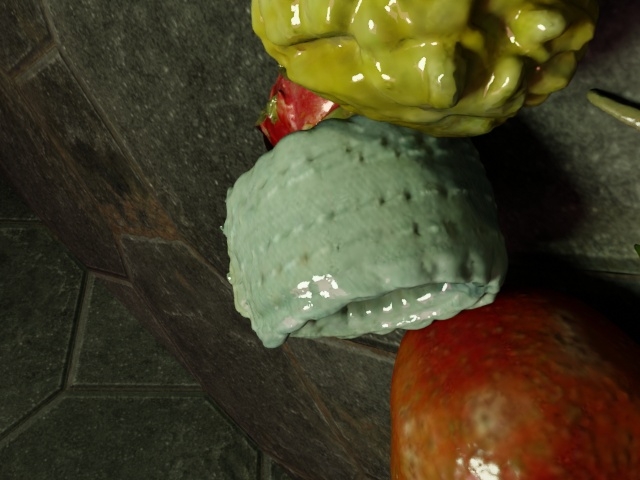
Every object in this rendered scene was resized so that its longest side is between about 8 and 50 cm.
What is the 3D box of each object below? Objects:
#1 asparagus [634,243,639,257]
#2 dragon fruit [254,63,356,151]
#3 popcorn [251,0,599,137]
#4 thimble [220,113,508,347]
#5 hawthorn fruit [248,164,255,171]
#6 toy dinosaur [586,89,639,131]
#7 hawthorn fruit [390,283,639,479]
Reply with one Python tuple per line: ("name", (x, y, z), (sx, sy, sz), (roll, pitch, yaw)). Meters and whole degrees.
("asparagus", (0.352, 0.117, 0.580), (0.080, 0.080, 0.287), (-8, 106, 60))
("dragon fruit", (0.028, -0.136, 0.677), (0.172, 0.160, 0.167), (-16, 69, 58))
("popcorn", (0.075, -0.187, 0.455), (0.249, 0.249, 0.225), (24, 110, 41))
("thimble", (0.035, 0.002, 0.600), (0.205, 0.250, 0.172), (58, -159, -68))
("hawthorn fruit", (0.000, 0.000, 0.858), (0.211, 0.211, 0.299), (40, 169, 19))
("toy dinosaur", (0.309, -0.019, 0.464), (0.199, 0.072, 0.251), (-19, 95, 50))
("hawthorn fruit", (0.194, 0.154, 0.663), (0.285, 0.284, 0.369), (84, -179, -48))
